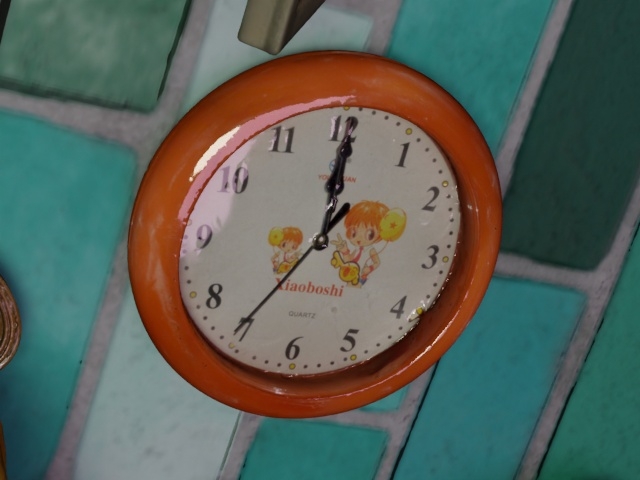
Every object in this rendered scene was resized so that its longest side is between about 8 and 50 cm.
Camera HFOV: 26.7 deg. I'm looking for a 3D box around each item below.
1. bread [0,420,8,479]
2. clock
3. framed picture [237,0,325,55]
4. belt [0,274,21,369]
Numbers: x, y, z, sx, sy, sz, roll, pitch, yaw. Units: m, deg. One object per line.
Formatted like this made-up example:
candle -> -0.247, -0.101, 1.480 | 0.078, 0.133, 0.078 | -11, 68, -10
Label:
bread -> -0.186, 0.161, 0.622 | 0.104, 0.199, 0.199 | -11, 116, -14
clock -> 0.000, 0.000, 0.710 | 0.205, 0.051, 0.205 | -8, 114, -18
framed picture -> 0.038, -0.234, 0.526 | 0.020, 0.211, 0.289 | 19, 115, 4
belt -> -0.183, 0.028, 0.658 | 0.059, 0.036, 0.083 | -45, 121, -6
